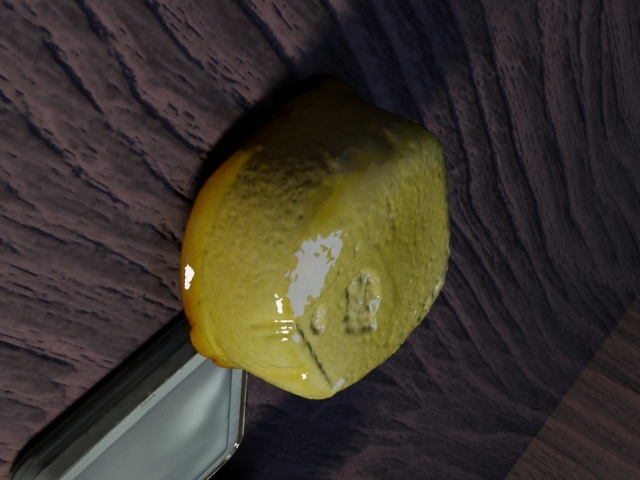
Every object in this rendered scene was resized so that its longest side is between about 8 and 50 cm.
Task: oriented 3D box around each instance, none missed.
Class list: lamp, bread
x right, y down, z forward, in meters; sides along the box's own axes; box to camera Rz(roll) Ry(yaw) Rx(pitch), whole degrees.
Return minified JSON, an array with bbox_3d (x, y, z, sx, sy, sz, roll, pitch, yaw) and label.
[{"bbox_3d":[-0.168,0.203,1.347,0.269,0.047,0.266,-41,155,-30],"label":"lamp"},{"bbox_3d":[0.000,0.000,1.243,0.270,0.148,0.270,-34,136,-41],"label":"bread"}]
